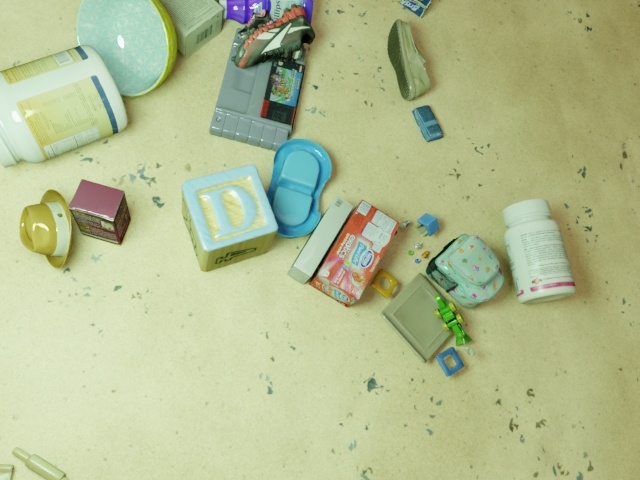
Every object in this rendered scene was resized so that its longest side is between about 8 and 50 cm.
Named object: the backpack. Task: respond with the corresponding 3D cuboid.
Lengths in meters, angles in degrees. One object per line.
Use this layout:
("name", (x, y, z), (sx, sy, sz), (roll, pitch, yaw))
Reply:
("backpack", (0.420, 0.090, 1.567), (0.166, 0.144, 0.188), (-39, 88, -28))

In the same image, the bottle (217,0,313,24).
("bottle", (-0.167, -0.703, 1.689), (0.282, 0.118, 0.092), (-3, 41, -16))

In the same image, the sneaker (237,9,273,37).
("sneaker", (-0.197, -0.638, 1.632), (0.119, 0.057, 0.047), (-37, 44, -18))

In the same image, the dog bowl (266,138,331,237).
("dog bowl", (-0.072, -0.138, 1.552), (0.165, 0.074, 0.297), (16, 68, -9))

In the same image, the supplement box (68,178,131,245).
("supplement box", (-0.529, -0.064, 1.348), (0.104, 0.188, 0.081), (17, 68, -8))

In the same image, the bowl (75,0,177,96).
("bowl", (-0.495, -0.551, 1.512), (0.289, 0.289, 0.156), (40, 31, 1))

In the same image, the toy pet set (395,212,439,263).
("toy pet set", (0.292, -0.018, 1.609), (0.114, 0.065, 0.122), (-37, 84, -22))

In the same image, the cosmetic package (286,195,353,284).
("cosmetic package", (0.000, 0.000, 1.512), (0.060, 0.099, 0.239), (33, 68, -4))

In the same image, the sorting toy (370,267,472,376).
("sorting toy", (0.275, 0.213, 1.539), (0.348, 0.047, 0.196), (48, 61, 2))

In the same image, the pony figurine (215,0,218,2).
("pony figurine", (-0.205, -0.880, 1.651), (0.363, 0.351, 0.303), (-36, 80, -3))

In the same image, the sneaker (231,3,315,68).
("sneaker", (-0.125, -0.564, 1.605), (0.276, 0.097, 0.135), (-40, 91, -19))

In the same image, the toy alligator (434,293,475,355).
("toy alligator", (0.366, 0.226, 1.517), (0.056, 0.051, 0.190), (-32, 90, 18))

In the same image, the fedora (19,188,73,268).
("fedora", (-0.653, -0.026, 1.306), (0.079, 0.194, 0.194), (-5, 71, -47))

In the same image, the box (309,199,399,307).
("box", (0.092, 0.036, 1.508), (0.128, 0.122, 0.257), (31, 68, -2))

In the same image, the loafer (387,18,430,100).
("loafer", (0.284, -0.577, 1.779), (0.092, 0.102, 0.269), (-8, 84, -18))

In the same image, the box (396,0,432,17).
("box", (0.296, -0.834, 1.886), (0.169, 0.054, 0.059), (34, 67, -1))

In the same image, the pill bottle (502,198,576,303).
("pill bottle", (0.631, 0.033, 1.627), (0.160, 0.160, 0.283), (-3, 73, -15))

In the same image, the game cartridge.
("game cartridge", (-0.175, -0.445, 1.637), (0.230, 0.068, 0.355), (12, 70, -6))

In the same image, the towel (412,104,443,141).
("towel", (0.341, -0.372, 1.757), (0.067, 0.029, 0.120), (-19, 77, -20))

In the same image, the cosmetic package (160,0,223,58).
("cosmetic package", (-0.450, -0.704, 1.622), (0.309, 0.113, 0.160), (43, 67, 3))

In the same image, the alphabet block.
("alphabet block", (-0.237, -0.053, 1.415), (0.193, 0.197, 0.192), (-16, 77, -18))

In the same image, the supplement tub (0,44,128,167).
("supplement tub", (-0.672, -0.329, 1.379), (0.316, 0.228, 0.228), (-28, 81, -21))

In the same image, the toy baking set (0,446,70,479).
("toy baking set", (-0.631, 0.579, 1.199), (0.256, 0.030, 0.197), (29, 71, -3))
